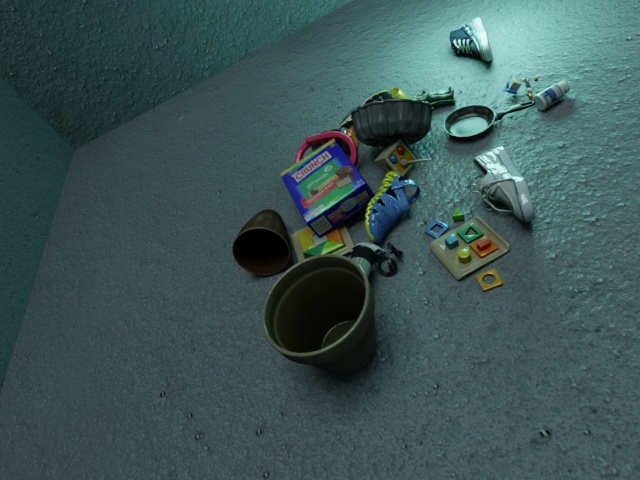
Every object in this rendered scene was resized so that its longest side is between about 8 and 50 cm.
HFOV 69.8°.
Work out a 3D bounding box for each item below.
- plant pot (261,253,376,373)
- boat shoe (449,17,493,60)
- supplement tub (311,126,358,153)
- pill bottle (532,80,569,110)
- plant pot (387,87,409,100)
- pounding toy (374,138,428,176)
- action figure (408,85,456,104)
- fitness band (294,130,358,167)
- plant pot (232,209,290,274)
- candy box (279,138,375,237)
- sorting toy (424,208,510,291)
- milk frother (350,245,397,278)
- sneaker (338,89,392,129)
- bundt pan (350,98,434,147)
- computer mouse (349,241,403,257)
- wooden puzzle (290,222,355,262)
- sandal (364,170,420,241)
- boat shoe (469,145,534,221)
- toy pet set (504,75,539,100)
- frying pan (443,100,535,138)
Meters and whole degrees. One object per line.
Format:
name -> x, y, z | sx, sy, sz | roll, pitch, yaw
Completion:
plant pot -> 0.032, 0.247, 1.344 | 0.323, 0.280, 0.323 | -15, 47, 17
boat shoe -> 0.690, -0.900, 2.119 | 0.158, 0.127, 0.340 | -17, 38, 24
supplement tub -> 0.063, -0.436, 2.046 | 0.191, 0.117, 0.117 | -8, 49, 22
pill bottle -> 0.873, -0.550, 1.733 | 0.120, 0.067, 0.067 | -32, 44, 0
plant pot -> 0.339, -0.633, 2.081 | 0.134, 0.095, 0.134 | -15, 47, 17
pounding toy -> 0.318, -0.313, 1.797 | 0.130, 0.141, 0.100 | -51, 19, -18
action figure -> 0.462, -0.620, 2.009 | 0.232, 0.063, 0.137 | -13, 35, 6
fitness band -> 0.022, -0.354, 1.970 | 0.291, 0.054, 0.208 | -8, 87, 23
plant pot -> -0.215, -0.020, 1.792 | 0.215, 0.215, 0.230 | -18, 31, 14
candy box -> 0.023, -0.210, 1.781 | 0.268, 0.122, 0.317 | -34, 48, 6
sorting toy -> 0.472, 0.015, 1.472 | 0.196, 0.047, 0.347 | -32, 44, 0
milk frother -> 0.162, 0.102, 1.503 | 0.143, 0.129, 0.134 | -10, 36, 31
sneaker -> 0.191, -0.579, 2.072 | 0.300, 0.111, 0.121 | -34, 33, 24
bundt pan -> 0.287, -0.453, 1.832 | 0.331, 0.331, 0.124 | -4, 88, 26
computer mouse -> 0.187, 0.028, 1.585 | 0.193, 0.106, 0.042 | 2, 78, 36
wooden puzzle -> 0.000, 0.000, 1.749 | 0.221, 0.044, 0.238 | -26, 44, 6
sandal -> 0.262, -0.127, 1.665 | 0.138, 0.126, 0.317 | 11, 60, 31
boat shoe -> 0.578, -0.179, 1.522 | 0.157, 0.135, 0.367 | -18, 43, 14
toy pet set -> 0.806, -0.600, 1.838 | 0.114, 0.065, 0.122 | 16, 58, -3
frying pan -> 0.650, -0.498, 1.823 | 0.326, 0.053, 0.197 | -25, 44, 4
